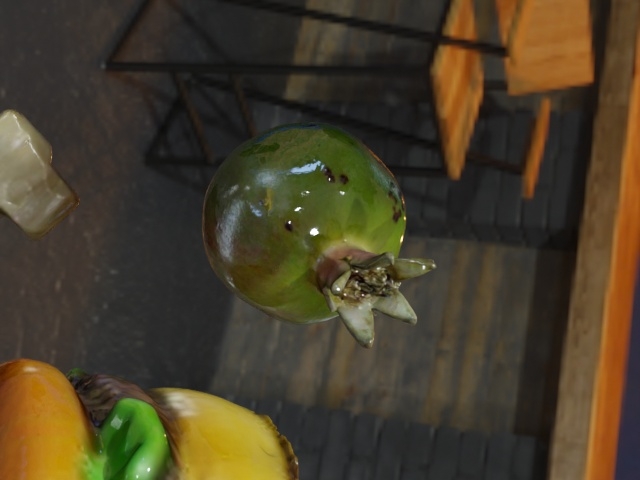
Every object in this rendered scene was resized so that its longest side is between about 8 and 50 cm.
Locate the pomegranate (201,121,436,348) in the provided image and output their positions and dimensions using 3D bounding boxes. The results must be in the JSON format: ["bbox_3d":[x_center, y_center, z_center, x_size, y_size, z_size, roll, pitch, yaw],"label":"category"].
[{"bbox_3d":[0.000,0.000,1.012,0.224,0.181,0.181,48,-26,52],"label":"pomegranate"}]

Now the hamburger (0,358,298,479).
[{"bbox_3d":[-0.216,0.299,0.983,0.277,0.396,0.396,14,77,-25],"label":"hamburger"}]

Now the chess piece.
[{"bbox_3d":[-0.382,0.003,1.186,0.301,0.137,0.137,-44,151,-4],"label":"chess piece"}]
